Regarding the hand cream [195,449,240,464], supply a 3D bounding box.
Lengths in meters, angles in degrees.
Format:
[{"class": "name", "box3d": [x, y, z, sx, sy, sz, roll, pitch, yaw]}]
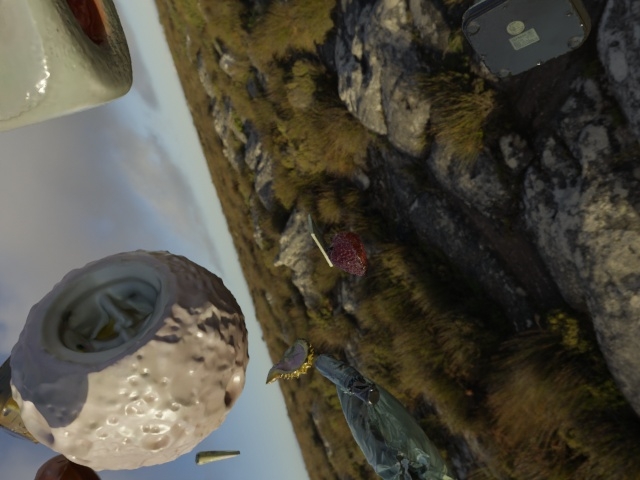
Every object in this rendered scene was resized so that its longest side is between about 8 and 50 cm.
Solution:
[{"class": "hand cream", "box3d": [-0.335, 0.700, 1.335, 0.061, 0.143, 0.039, 131, 136, -64]}]

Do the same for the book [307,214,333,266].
[{"class": "book", "box3d": [0.000, 0.000, 1.703, 0.138, 0.016, 0.198, -101, -16, -52]}]

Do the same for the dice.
[{"class": "dice", "box3d": [-0.319, -0.213, 0.401, 0.193, 0.192, 0.194, -105, 2, -63]}]

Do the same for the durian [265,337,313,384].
[{"class": "durian", "box3d": [-0.105, 0.466, 1.510, 0.078, 0.224, 0.140, 49, -177, -38]}]

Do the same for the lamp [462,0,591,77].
[{"class": "lamp", "box3d": [0.271, -0.360, 0.466, 0.203, 0.124, 0.283, -7, 77, 48]}]

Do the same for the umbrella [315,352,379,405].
[{"class": "umbrella", "box3d": [0.051, 0.292, 0.867, 0.053, 0.052, 0.250, 62, 160, -11]}]

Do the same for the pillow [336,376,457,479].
[{"class": "pillow", "box3d": [0.180, 0.471, 0.944, 0.283, 0.138, 0.310, 50, 174, -20]}]

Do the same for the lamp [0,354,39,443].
[{"class": "lamp", "box3d": [-0.497, 0.256, 0.741, 0.161, 0.161, 0.185, 83, -157, -45]}]

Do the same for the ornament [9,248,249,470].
[{"class": "ornament", "box3d": [-0.217, 0.144, 0.504, 0.225, 0.259, 0.259, 82, 165, -47]}]

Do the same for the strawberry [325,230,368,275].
[{"class": "strawberry", "box3d": [0.092, 0.036, 1.280, 0.148, 0.131, 0.131, 23, 145, 21]}]

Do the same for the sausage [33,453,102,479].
[{"class": "sausage", "box3d": [-0.509, 0.576, 0.868, 0.258, 0.133, 0.133, 54, 166, 6]}]
